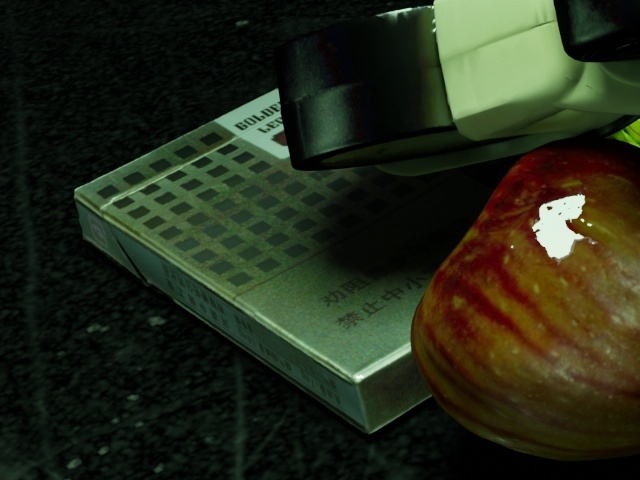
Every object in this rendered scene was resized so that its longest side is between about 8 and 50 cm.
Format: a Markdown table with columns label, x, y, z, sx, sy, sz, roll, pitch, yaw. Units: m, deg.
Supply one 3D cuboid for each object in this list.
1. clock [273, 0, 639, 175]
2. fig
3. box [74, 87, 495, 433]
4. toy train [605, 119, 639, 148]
| label | x | y | z | sx | sy | sz | roll | pitch | yaw |
| --- | --- | --- | --- | --- | --- | --- | --- | --- | --- |
| clock | 0.148 | -0.108 | 1.077 | 0.276 | 0.120 | 0.379 | -8 | -1 | -37 |
| fig | 0.162 | 0.049 | 1.015 | 0.207 | 0.175 | 0.175 | 29 | 47 | 18 |
| box | 0.001 | -0.001 | 1.237 | 0.180 | 0.047 | 0.325 | -29 | 34 | -24 |
| toy train | 0.250 | -0.064 | 1.206 | 0.053 | 0.085 | 0.250 | -13 | 28 | -34 |
